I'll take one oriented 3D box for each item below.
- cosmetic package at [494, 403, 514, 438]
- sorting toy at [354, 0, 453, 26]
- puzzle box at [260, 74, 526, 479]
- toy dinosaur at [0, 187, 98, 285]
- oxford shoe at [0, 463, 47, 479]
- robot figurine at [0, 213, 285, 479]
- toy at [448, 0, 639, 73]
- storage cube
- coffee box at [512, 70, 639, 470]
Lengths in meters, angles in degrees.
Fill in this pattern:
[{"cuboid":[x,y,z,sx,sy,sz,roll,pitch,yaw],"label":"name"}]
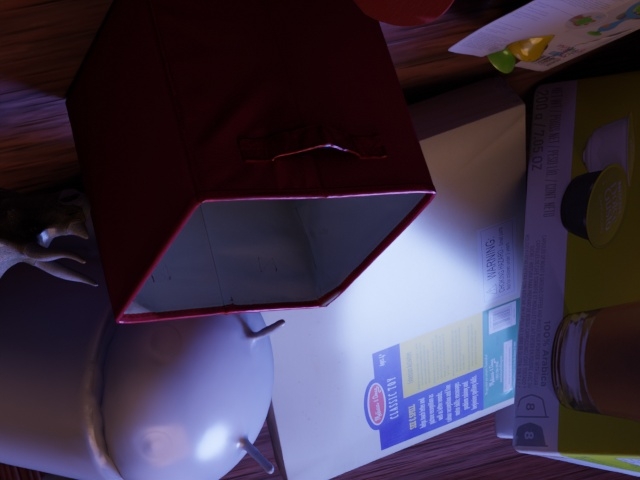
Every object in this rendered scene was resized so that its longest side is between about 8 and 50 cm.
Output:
[{"cuboid":[0.461,0.175,1.806,0.453,0.162,0.230,-4,171,44],"label":"cosmetic package"},{"cuboid":[0.130,-0.279,0.873,0.126,0.127,0.365,-36,172,-41],"label":"sorting toy"},{"cuboid":[0.062,0.055,1.381,0.272,0.052,0.409,-20,136,-13],"label":"puzzle box"},{"cuboid":[-0.316,0.016,1.131,0.313,0.160,0.121,-33,152,33],"label":"toy dinosaur"},{"cuboid":[-0.308,0.312,1.849,0.397,0.141,0.146,-15,177,26],"label":"oxford shoe"},{"cuboid":[-0.189,0.105,1.266,0.353,0.300,0.200,8,-161,27],"label":"robot figurine"},{"cuboid":[0.222,-0.202,1.128,0.237,0.056,0.137,-28,159,38],"label":"toy"},{"cuboid":[-0.057,-0.071,1.064,0.183,0.193,0.215,-3,153,-28],"label":"storage cube"},{"cuboid":[0.404,0.045,1.317,0.334,0.338,0.338,-4,165,35],"label":"coffee box"}]
